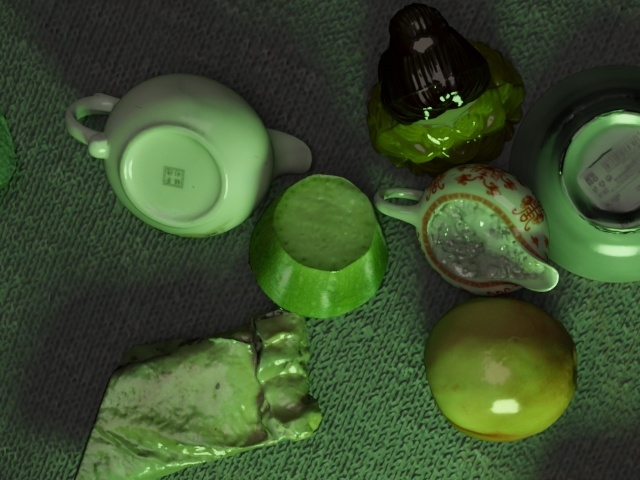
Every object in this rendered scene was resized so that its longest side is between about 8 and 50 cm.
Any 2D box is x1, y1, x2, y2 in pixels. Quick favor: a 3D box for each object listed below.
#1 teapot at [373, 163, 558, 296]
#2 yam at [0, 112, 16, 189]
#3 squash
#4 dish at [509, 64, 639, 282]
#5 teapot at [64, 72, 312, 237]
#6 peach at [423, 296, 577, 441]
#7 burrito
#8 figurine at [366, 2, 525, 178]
[{"bbox_3d":[0.177,-0.016,1.860,0.246,0.116,0.159,14,132,23],"label":"teapot"},{"bbox_3d":[-0.520,-0.043,1.933,0.330,0.133,0.133,-35,87,6],"label":"yam"},{"bbox_3d":[0.000,0.000,1.857,0.170,0.123,0.170,1,73,-3],"label":"squash"},{"bbox_3d":[0.350,-0.079,1.857,0.260,0.085,0.260,0,91,6],"label":"dish"},{"bbox_3d":[-0.165,-0.108,1.891,0.298,0.139,0.204,19,124,3],"label":"teapot"},{"bbox_3d":[0.208,0.147,1.830,0.184,0.184,0.184,0,90,6],"label":"peach"},{"bbox_3d":[-0.164,0.197,1.909,0.348,0.107,0.175,-20,73,4],"label":"burrito"},{"bbox_3d":[0.131,-0.158,1.765,0.187,0.315,0.168,5,90,7],"label":"figurine"}]
